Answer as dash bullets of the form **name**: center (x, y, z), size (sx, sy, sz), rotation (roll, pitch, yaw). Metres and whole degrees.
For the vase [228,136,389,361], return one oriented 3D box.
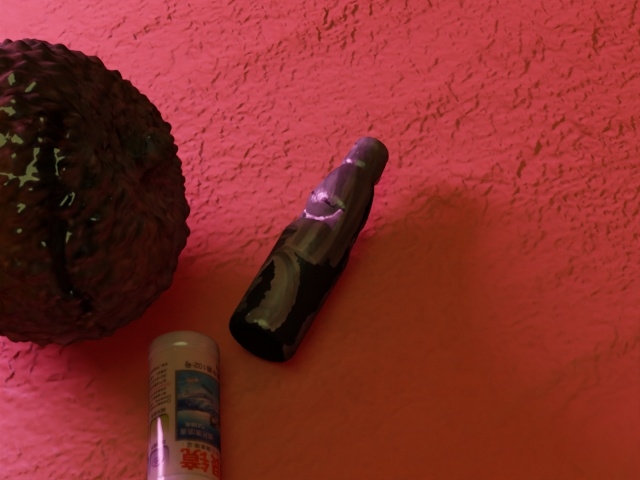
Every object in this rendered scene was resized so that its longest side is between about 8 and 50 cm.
- **vase**: center (0.000, 0.000, 1.410), size (0.060, 0.060, 0.211), rotation (21, 62, 21)

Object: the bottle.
- **bottle**: center (-0.104, 0.173, 1.312), size (0.060, 0.060, 0.217), rotation (-5, 56, 6)

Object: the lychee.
- **lychee**: center (-0.230, -0.032, 1.357), size (0.274, 0.255, 0.255), rotation (-20, 53, 19)
